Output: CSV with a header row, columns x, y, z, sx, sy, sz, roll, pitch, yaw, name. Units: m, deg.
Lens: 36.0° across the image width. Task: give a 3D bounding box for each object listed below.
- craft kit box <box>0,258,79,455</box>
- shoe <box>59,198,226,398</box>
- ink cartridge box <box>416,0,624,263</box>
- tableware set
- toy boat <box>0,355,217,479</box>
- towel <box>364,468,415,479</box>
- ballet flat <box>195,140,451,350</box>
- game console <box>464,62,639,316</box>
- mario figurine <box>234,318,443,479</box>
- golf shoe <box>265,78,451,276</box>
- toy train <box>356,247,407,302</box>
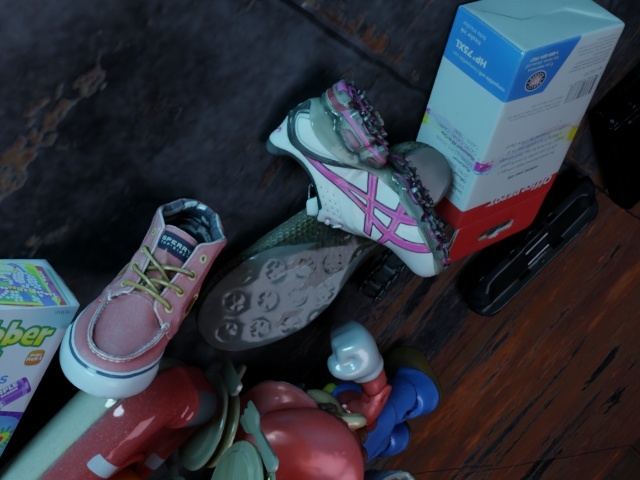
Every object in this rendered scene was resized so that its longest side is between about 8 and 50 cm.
x,y,z,sx,sy,sz,roll,pitch,yaw,name
-0.303,0.120,0.592,0.250,0.061,0.246,0,125,-52,craft kit box
-0.113,0.030,0.650,0.081,0.063,0.178,-63,-179,21,shoe
0.158,-0.099,0.865,0.134,0.078,0.231,-21,143,-34,ink cartridge box
-0.073,0.180,0.810,0.039,0.194,0.128,20,106,-27,tableware set
-0.156,0.206,0.761,0.231,0.151,0.151,-45,167,1,toy boat
-0.053,0.318,1.064,0.282,0.049,0.187,-24,-175,-35,towel
0.000,0.000,0.818,0.250,0.058,0.084,-39,118,-7,ballet flat
0.299,-0.054,1.136,0.361,0.044,0.213,-44,149,-2,game console
0.004,0.171,1.011,0.320,0.170,0.198,-2,94,-64,mario figurine
0.034,-0.036,0.759,0.086,0.067,0.186,-29,120,17,golf shoe
0.062,0.022,0.901,0.036,0.027,0.158,-57,179,-20,toy train
